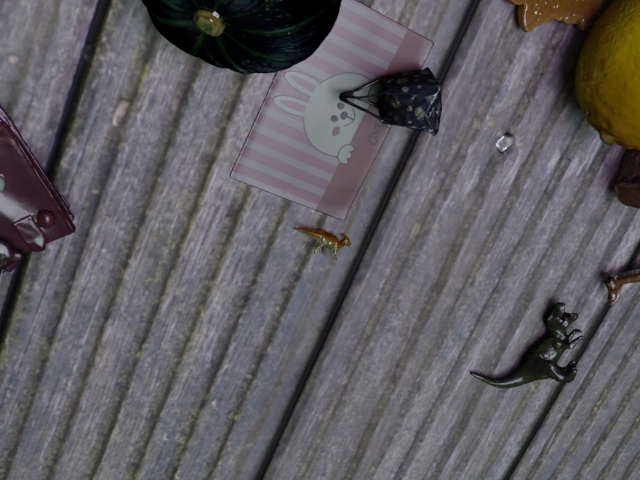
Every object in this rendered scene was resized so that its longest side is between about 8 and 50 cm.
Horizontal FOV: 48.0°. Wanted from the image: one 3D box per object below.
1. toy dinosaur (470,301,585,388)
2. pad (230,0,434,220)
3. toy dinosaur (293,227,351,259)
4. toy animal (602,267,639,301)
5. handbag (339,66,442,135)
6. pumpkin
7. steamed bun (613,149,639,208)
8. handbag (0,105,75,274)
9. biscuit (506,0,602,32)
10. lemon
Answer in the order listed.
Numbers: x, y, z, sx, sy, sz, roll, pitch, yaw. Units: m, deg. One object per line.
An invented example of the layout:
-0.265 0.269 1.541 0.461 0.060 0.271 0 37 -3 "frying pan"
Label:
0.389 0.193 1.334 0.179 0.087 0.187 16 94 14 "toy dinosaur"
0.017 -0.189 1.038 0.202 0.005 0.299 20 106 -25 "pad"
0.000 0.004 1.109 0.113 0.026 0.041 11 104 -32 "toy dinosaur"
0.652 0.051 1.323 0.230 0.066 0.224 28 99 -20 "toy animal"
0.095 -0.199 1.002 0.139 0.115 0.072 3 118 -3 "handbag"
-0.082 -0.332 0.833 0.248 0.248 0.248 -7 116 -15 "pumpkin"
0.560 -0.131 1.165 0.106 0.145 0.175 36 92 -13 "steamed bun"
-0.450 -0.051 0.911 0.203 0.074 0.216 -25 119 -5 "handbag"
0.318 -0.394 1.025 0.250 0.035 0.162 38 93 -29 "biscuit"
0.498 -0.261 1.037 0.236 0.236 0.263 33 74 -28 "lemon"
